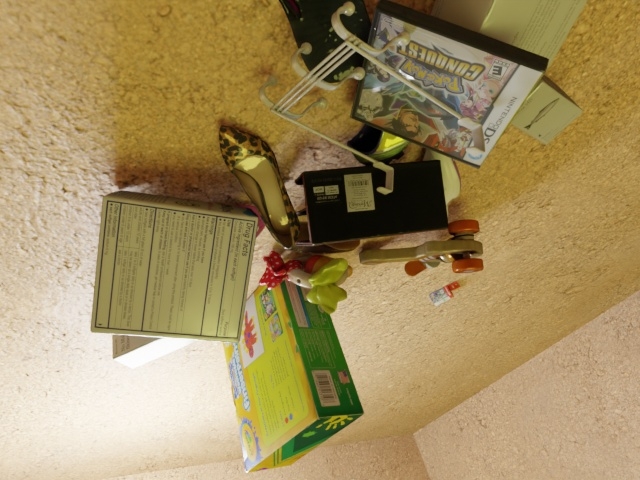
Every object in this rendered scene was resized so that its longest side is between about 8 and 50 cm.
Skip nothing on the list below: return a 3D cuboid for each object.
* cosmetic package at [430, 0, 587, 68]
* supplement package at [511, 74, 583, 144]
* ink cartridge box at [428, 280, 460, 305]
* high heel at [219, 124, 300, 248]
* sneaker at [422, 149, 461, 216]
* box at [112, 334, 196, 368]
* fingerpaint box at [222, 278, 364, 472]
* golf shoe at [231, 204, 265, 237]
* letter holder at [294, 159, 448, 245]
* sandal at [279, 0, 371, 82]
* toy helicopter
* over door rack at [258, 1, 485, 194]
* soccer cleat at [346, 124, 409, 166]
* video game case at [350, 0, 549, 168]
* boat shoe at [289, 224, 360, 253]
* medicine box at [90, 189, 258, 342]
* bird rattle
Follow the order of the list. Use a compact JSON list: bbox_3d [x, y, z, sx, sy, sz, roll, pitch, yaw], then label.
[{"bbox_3d":[0.311,-0.395,0.795,0.184,0.151,0.151,-6,142,-19],"label":"cosmetic package"},{"bbox_3d":[0.464,-0.303,1.027,0.180,0.105,0.105,12,134,-36],"label":"supplement package"},{"bbox_3d":[0.469,0.199,1.750,0.115,0.029,0.063,-30,143,15],"label":"ink cartridge box"},{"bbox_3d":[-0.117,-0.103,0.948,0.093,0.186,0.261,-26,144,10],"label":"high heel"},{"bbox_3d":[0.257,-0.113,1.170,0.152,0.114,0.305,-15,144,-8],"label":"sneaker"},{"bbox_3d":[-0.445,0.252,1.328,0.275,0.113,0.094,-25,143,6],"label":"box"},{"bbox_3d":[-0.106,0.367,1.351,0.163,0.444,0.371,11,133,-37],"label":"fingerpaint box"},{"bbox_3d":[-0.273,0.008,1.112,0.307,0.115,0.140,-28,-177,-9],"label":"golf shoe"},{"bbox_3d":[0.096,-0.077,1.063,0.302,0.151,0.214,-7,179,-13],"label":"letter holder"},{"bbox_3d":[-0.017,-0.397,0.677,0.168,0.106,0.446,-28,144,12],"label":"sandal"},{"bbox_3d":[0.292,0.039,1.384,0.356,0.140,0.235,-4,169,5],"label":"toy helicopter"},{"bbox_3d":[0.088,-0.231,0.809,0.324,0.108,0.240,32,151,-25],"label":"over door rack"},{"bbox_3d":[0.173,-0.260,0.959,0.121,0.093,0.289,20,129,-39],"label":"soccer cleat"},{"bbox_3d":[0.201,-0.257,0.817,0.275,0.035,0.248,23,153,5],"label":"video game case"},{"bbox_3d":[0.000,0.000,1.241,0.207,0.073,0.073,7,151,-19],"label":"boat shoe"},{"bbox_3d":[-0.290,0.051,0.955,0.290,0.149,0.263,8,99,-15],"label":"medicine box"},{"bbox_3d":[-0.029,0.094,1.261,0.207,0.254,0.142,-21,114,-53],"label":"bird rattle"}]
